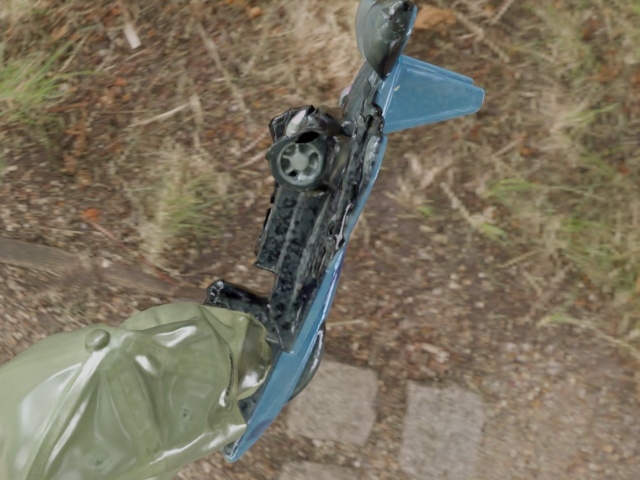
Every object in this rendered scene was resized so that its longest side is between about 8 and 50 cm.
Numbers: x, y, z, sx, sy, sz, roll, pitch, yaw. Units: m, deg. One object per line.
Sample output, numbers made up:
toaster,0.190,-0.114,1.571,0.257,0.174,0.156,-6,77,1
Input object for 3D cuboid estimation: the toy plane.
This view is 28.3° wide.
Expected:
toy plane,-0.007,-0.003,0.615,0.078,0.169,0.246,28,103,-9

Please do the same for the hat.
hat,-0.109,0.074,0.511,0.166,0.122,0.081,-22,120,16
